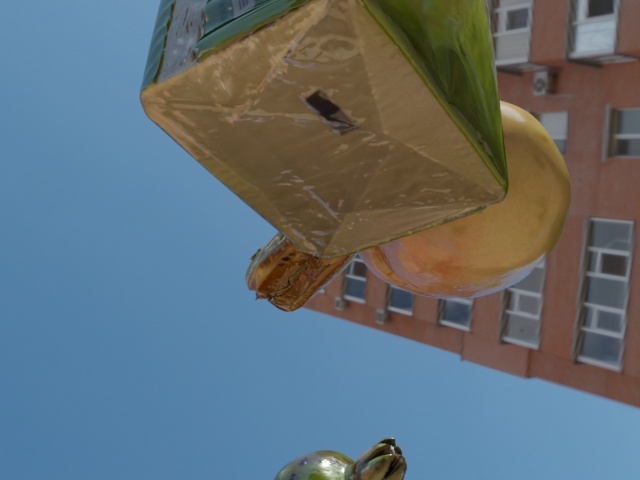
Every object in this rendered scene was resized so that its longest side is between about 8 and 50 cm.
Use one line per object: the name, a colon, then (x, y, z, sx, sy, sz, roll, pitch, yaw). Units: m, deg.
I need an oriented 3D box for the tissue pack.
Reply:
tissue pack: (0.013, -0.163, 0.553, 0.200, 0.167, 0.274, 41, -141, -42)

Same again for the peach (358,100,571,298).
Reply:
peach: (0.109, -0.036, 0.678, 0.184, 0.184, 0.184, -4, -82, -33)

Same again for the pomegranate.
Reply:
pomegranate: (0.009, 0.376, 1.174, 0.190, 0.240, 0.159, -23, -117, -36)

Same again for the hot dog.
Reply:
hot dog: (0.000, 0.000, 1.149, 0.269, 0.072, 0.109, -44, -65, 14)
